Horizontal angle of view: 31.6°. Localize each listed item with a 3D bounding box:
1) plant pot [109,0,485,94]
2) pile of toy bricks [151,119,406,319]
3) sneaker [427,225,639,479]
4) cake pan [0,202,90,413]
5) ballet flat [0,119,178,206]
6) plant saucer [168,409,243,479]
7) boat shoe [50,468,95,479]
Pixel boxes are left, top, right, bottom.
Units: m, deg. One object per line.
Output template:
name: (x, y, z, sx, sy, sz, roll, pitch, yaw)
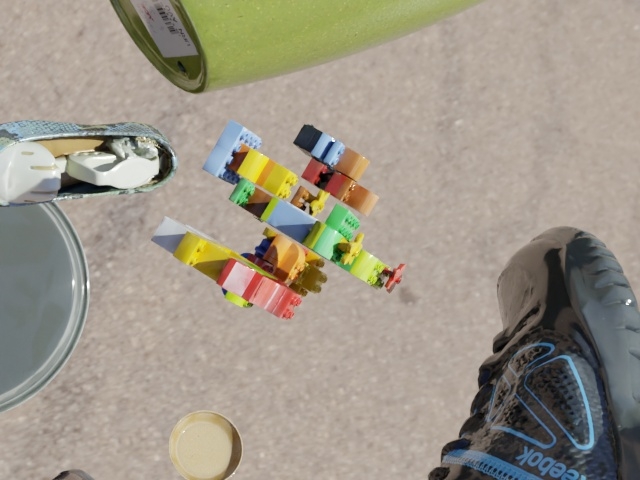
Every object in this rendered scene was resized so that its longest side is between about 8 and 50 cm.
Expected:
plant pot: (-0.014, -0.246, 0.855, 0.293, 0.274, 0.275, -36, 99, -20)
pile of toy bricks: (0.000, 0.000, 0.678, 0.105, 0.212, 0.118, 31, 91, 16)
sneaker: (0.117, 0.100, 0.597, 0.341, 0.139, 0.125, -88, 158, -65)
cake pan: (-0.394, 0.051, 1.221, 0.293, 0.054, 0.293, 2, 85, -19)
ballet flat: (-0.194, -0.058, 0.865, 0.188, 0.070, 0.070, -13, 83, -30)
plant saucer: (-0.127, 0.229, 1.245, 0.083, 0.015, 0.083, 8, 64, -17)
boat shoe: (-0.155, 0.281, 0.904, 0.224, 0.080, 0.073, 61, 20, -6)
